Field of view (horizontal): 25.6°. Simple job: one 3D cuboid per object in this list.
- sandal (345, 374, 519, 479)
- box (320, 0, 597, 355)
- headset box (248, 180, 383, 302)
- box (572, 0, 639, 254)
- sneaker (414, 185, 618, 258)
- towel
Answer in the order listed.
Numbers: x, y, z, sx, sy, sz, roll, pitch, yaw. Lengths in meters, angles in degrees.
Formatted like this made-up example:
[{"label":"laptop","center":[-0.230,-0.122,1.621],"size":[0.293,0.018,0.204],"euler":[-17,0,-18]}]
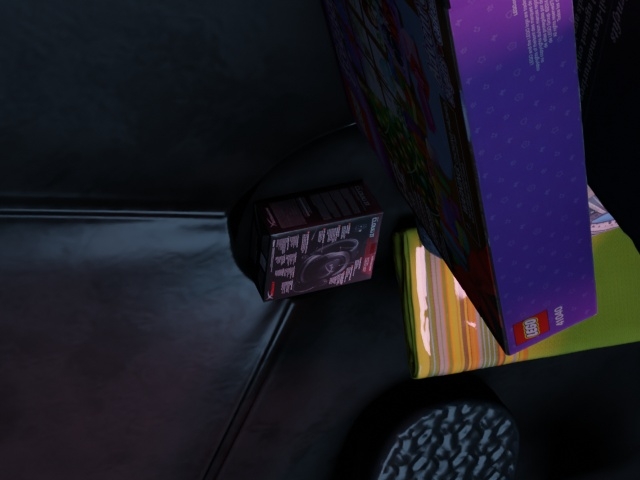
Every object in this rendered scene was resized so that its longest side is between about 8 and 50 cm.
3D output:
[{"label":"sandal","center":[0.048,0.299,1.175],"size":[0.168,0.107,0.445],"euler":[7,112,-27]},{"label":"box","center":[0.051,-0.104,0.666],"size":[0.057,0.201,0.293],"euler":[-25,141,-5]},{"label":"headset box","center":[0.000,0.000,0.886],"size":[0.083,0.032,0.062],"euler":[-13,140,-19]},{"label":"box","center":[0.266,-0.126,0.695],"size":[0.296,0.294,0.182],"euler":[-14,140,-18]},{"label":"sneaker","center":[0.183,-0.060,0.896],"size":[0.283,0.110,0.122],"euler":[-14,157,-13]},{"label":"towel","center":[0.160,0.030,0.977],"size":[0.237,0.021,0.102],"euler":[-6,95,-25]}]
